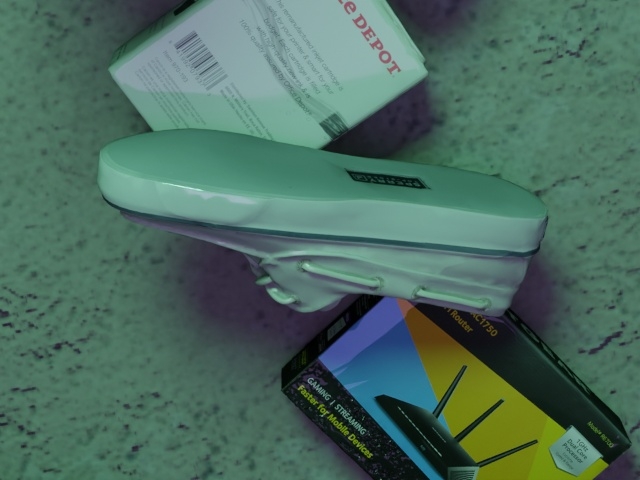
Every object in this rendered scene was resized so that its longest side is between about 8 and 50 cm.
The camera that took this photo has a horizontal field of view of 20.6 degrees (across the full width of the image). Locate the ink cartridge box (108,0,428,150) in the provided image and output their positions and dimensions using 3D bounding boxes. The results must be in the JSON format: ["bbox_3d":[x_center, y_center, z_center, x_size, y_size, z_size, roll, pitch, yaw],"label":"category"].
[{"bbox_3d":[-0.029,-0.104,1.016,0.150,0.063,0.109,-34,106,8],"label":"ink cartridge box"}]

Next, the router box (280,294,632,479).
[{"bbox_3d":[0.083,0.102,1.093,0.133,0.046,0.179,-43,103,11],"label":"router box"}]

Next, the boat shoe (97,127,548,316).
[{"bbox_3d":[0.000,0.000,0.977,0.258,0.095,0.084,9,113,-14],"label":"boat shoe"}]
